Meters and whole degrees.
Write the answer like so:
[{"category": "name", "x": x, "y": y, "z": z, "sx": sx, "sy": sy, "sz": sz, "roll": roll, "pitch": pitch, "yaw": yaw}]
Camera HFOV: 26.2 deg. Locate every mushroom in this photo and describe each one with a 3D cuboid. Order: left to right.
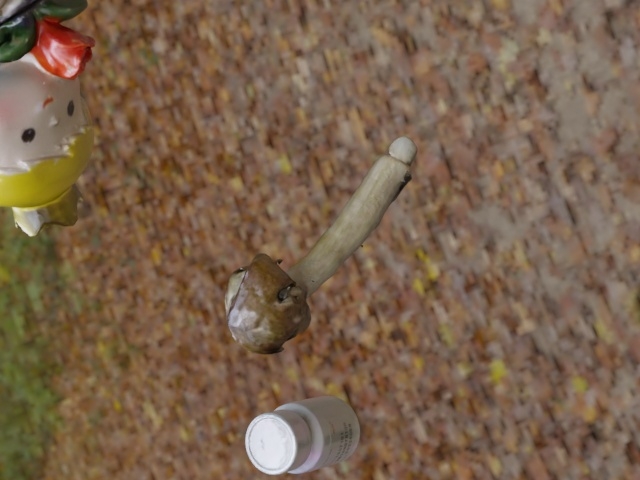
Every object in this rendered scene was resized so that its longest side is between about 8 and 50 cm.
[{"category": "mushroom", "x": 0.000, "y": 0.000, "z": 0.931, "sx": 0.061, "sy": 0.187, "sz": 0.060, "roll": 32, "pitch": 155, "yaw": 21}]

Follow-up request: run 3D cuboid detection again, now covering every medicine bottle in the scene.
[{"category": "medicine bottle", "x": -0.013, "y": 0.143, "z": 1.008, "sx": 0.052, "sy": 0.089, "sz": 0.052, "roll": 0, "pitch": 90, "yaw": 31}]

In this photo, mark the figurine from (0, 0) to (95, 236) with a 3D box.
[{"category": "figurine", "x": -0.207, "y": -0.118, "z": 0.963, "sx": 0.234, "sy": 0.185, "sz": 0.127, "roll": 65, "pitch": -158, "yaw": -15}]
